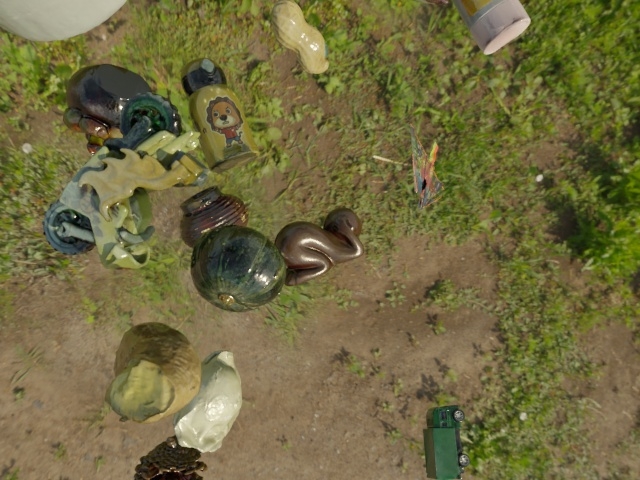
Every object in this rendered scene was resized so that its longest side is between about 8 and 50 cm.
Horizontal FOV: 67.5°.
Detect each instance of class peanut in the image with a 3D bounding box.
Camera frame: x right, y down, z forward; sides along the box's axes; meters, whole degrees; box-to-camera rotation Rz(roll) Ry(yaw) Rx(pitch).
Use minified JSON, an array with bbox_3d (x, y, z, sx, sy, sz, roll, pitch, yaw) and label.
[{"bbox_3d":[-0.043,-0.440,1.048,0.187,0.082,0.082,37,77,-41],"label":"peanut"}]

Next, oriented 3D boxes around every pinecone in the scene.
[{"bbox_3d":[-0.408,0.632,1.285,0.186,0.168,0.212,3,125,-48],"label":"pinecone"}]

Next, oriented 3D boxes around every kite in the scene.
[{"bbox_3d":[0.227,-0.146,1.018,0.241,0.014,0.183,51,50,-42],"label":"kite"}]

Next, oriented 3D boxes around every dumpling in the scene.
[{"bbox_3d":[-0.260,0.398,1.185,0.193,0.147,0.258,54,37,-34],"label":"dumpling"}]

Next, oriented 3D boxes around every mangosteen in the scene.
[{"bbox_3d":[-0.660,-0.409,1.506,0.288,0.233,0.287,27,45,-31],"label":"mangosteen"}]

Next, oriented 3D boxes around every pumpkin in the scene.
[{"bbox_3d":[-0.159,0.054,0.912,0.190,0.190,0.146,24,38,-14],"label":"pumpkin"}]

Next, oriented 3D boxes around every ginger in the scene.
[{"bbox_3d":[-0.297,0.229,0.858,0.152,0.267,0.138,14,91,-25],"label":"ginger"}]

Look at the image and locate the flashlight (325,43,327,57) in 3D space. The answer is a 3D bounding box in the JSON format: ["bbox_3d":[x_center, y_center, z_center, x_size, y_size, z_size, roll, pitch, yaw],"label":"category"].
[{"bbox_3d":[-0.001,-0.638,1.661,0.051,0.051,0.129,22,53,-14],"label":"flashlight"}]

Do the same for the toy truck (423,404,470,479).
[{"bbox_3d":[0.268,0.430,1.026,0.079,0.065,0.147,5,67,-8],"label":"toy truck"}]

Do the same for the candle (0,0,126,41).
[{"bbox_3d":[-0.275,-0.312,0.405,0.221,0.342,0.221,-2,80,14],"label":"candle"}]

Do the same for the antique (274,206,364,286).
[{"bbox_3d":[0.000,0.000,1.220,0.257,0.121,0.143,-23,106,-17],"label":"antique"}]

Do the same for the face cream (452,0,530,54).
[{"bbox_3d":[0.331,-0.532,1.009,0.073,0.107,0.269,-6,68,-55],"label":"face cream"}]

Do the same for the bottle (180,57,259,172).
[{"bbox_3d":[-0.335,-0.406,1.524,0.172,0.171,0.351,-22,91,-16],"label":"bottle"}]

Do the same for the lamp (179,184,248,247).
[{"bbox_3d":[-0.344,-0.055,1.570,0.247,0.247,0.246,1,88,-16],"label":"lamp"}]

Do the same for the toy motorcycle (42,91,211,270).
[{"bbox_3d":[-0.404,-0.102,1.013,0.237,0.169,0.410,40,101,-4],"label":"toy motorcycle"}]

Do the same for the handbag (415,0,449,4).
[{"bbox_3d":[0.139,-0.579,0.980,0.235,0.127,0.212,9,54,-25],"label":"handbag"}]
